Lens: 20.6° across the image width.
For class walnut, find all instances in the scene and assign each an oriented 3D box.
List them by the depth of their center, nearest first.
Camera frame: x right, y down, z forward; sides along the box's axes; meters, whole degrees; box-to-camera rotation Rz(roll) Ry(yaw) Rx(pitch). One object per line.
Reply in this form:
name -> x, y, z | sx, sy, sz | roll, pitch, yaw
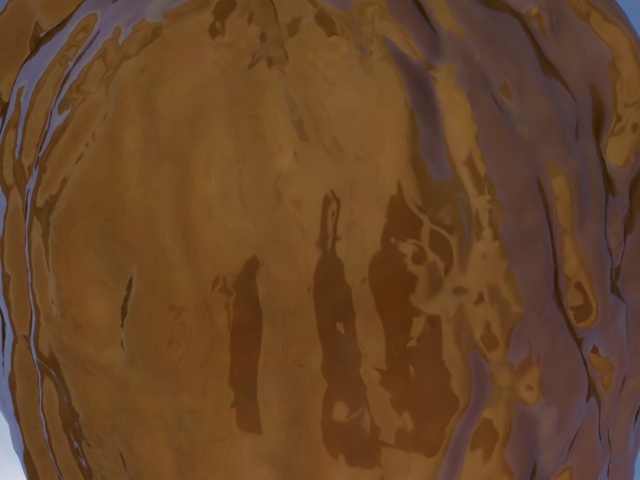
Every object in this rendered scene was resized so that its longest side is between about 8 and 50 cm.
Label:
walnut -> 0.000, 0.000, 0.457 | 0.213, 0.213, 0.213 | 9, -72, 28
